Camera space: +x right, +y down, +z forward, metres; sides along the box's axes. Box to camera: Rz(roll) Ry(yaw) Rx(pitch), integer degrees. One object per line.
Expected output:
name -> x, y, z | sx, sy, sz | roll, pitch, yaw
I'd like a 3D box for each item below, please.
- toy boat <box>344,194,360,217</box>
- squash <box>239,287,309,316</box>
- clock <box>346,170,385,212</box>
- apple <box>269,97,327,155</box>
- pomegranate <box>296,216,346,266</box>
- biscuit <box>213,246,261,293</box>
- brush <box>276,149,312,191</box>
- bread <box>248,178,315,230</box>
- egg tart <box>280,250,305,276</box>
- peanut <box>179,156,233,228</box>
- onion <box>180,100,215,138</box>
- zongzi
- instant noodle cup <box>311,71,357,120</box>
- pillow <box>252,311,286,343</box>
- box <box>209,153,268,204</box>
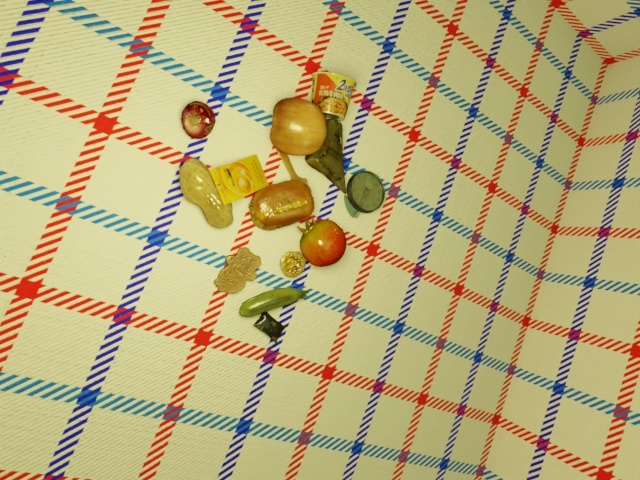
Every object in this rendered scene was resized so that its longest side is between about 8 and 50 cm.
toy boat -> 0.153, -0.175, 2.024 | 0.122, 0.034, 0.096 | 34, 75, -15
squash -> -0.209, 0.267, 1.836 | 0.340, 0.094, 0.095 | -15, 99, -22
clock -> 0.231, -0.245, 2.025 | 0.214, 0.042, 0.215 | 4, 81, -28
apple -> -0.095, -0.496, 1.760 | 0.240, 0.242, 0.242 | 8, 89, -9
pomegranate -> 0.000, 0.000, 1.859 | 0.256, 0.221, 0.221 | 42, 75, -15
biscuit -> -0.365, 0.140, 1.778 | 0.166, 0.036, 0.226 | 38, 79, -22
brush -> -0.137, -0.326, 1.874 | 0.103, 0.013, 0.272 | -33, 107, -21
bread -> -0.170, -0.155, 1.782 | 0.288, 0.156, 0.204 | -17, 98, -19
egg tart -> -0.131, 0.106, 1.883 | 0.130, 0.052, 0.131 | -2, 94, -25
peanut -> -0.466, -0.187, 1.656 | 0.149, 0.149, 0.313 | -43, 115, -18
onion -> -0.485, -0.492, 1.653 | 0.150, 0.140, 0.150 | 4, 104, 16
zongzi -> 0.082, -0.405, 1.934 | 0.289, 0.123, 0.260 | 33, 73, -38
instant noodle cup -> 0.049, -0.655, 1.851 | 0.213, 0.213, 0.174 | 6, 98, -27
pillow -> -0.233, 0.393, 1.852 | 0.150, 0.048, 0.090 | 44, 77, -19
box -> -0.334, -0.263, 1.697 | 0.269, 0.043, 0.152 | -39, 111, -52
